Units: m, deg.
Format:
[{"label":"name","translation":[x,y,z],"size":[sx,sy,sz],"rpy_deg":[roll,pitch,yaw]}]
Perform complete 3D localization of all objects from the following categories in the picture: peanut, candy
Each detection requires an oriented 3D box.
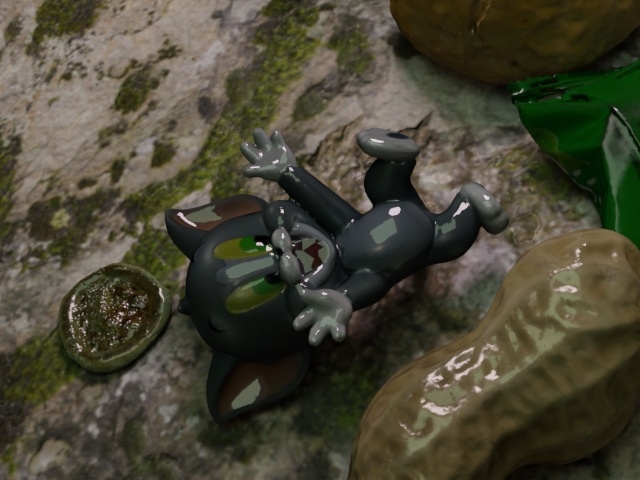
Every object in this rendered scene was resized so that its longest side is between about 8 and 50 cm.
[{"label":"peanut","translation":[0.125,0.118,0.887],"size":[0.298,0.120,0.136],"rpy_deg":[-41,74,-7]},{"label":"candy","translation":[0.249,-0.071,0.998],"size":[0.141,0.078,0.203],"rpy_deg":[-29,58,-1]}]

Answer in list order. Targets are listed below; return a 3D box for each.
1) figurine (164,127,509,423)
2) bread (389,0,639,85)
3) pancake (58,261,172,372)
[{"label":"figurine","translation":[0.003,0.000,0.998],"size":[0.265,0.140,0.193],"rpy_deg":[-22,75,-12]},{"label":"bread","translation":[0.176,-0.252,1.109],"size":[0.244,0.134,0.244],"rpy_deg":[-9,57,15]},{"label":"pancake","translation":[-0.179,0.064,1.088],"size":[0.108,0.017,0.108],"rpy_deg":[-7,54,10]}]
